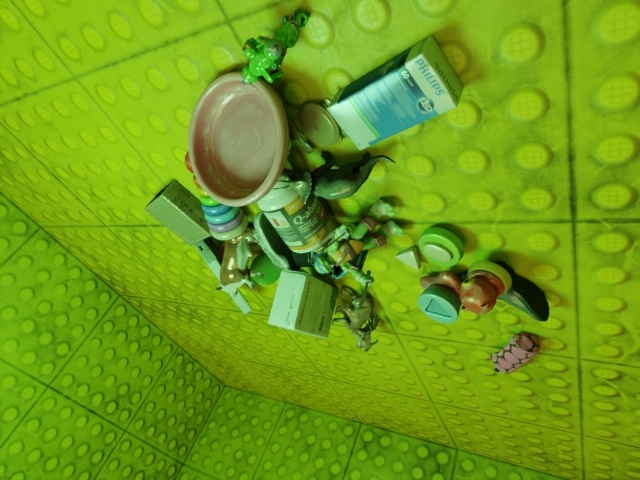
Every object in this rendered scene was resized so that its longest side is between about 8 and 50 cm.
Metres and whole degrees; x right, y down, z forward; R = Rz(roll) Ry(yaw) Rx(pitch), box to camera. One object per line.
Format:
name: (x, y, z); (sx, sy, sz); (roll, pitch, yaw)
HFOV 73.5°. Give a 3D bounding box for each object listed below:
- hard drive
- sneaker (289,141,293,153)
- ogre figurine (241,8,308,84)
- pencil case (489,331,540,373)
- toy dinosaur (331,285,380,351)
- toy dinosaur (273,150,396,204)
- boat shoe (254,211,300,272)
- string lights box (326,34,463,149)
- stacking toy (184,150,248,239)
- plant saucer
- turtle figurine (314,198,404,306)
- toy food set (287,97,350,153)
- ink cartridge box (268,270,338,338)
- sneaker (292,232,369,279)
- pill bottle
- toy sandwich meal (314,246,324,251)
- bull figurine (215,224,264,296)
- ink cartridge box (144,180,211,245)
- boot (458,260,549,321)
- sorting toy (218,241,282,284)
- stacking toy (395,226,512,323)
hard drive: (-0.429, 0.143, 1.846); (0.233, 0.047, 0.353); (42, 162, 43)
sneaker: (-0.189, -0.255, 1.214); (0.258, 0.094, 0.091); (4, 155, 40)
ogre figurine: (-0.109, -0.408, 0.932); (0.197, 0.118, 0.097); (-3, 136, 35)
pencil case: (0.677, 0.392, 1.498); (0.098, 0.095, 0.209); (34, 147, 19)
toy dinosaur: (0.157, 0.291, 1.689); (0.200, 0.127, 0.295); (15, 133, 4)
toy dinosaur: (0.047, -0.156, 1.123); (0.314, 0.160, 0.121); (7, 142, 28)
boat shoe: (-0.164, 0.012, 1.533); (0.103, 0.118, 0.320); (7, 149, 28)
string lights box: (0.155, -0.306, 0.927); (0.260, 0.076, 0.133); (-15, 129, 45)
stacking toy: (-0.360, -0.161, 1.429); (0.141, 0.141, 0.330); (7, 137, 27)
plant saucer: (-0.203, -0.254, 1.104); (0.332, 0.084, 0.332); (4, 97, 34)
turtle figurine: (0.123, 0.027, 1.192); (0.198, 0.266, 0.275); (51, 171, -5)
toy food set: (0.002, -0.295, 1.090); (0.192, 0.038, 0.132); (-5, 130, 51)
ink cartridge box: (-0.056, 0.243, 1.603); (0.117, 0.201, 0.278); (6, 165, 29)
sneaker: (0.016, 0.058, 1.429); (0.125, 0.139, 0.341); (24, 154, -34)
pill bottle: (-0.090, -0.106, 1.282); (0.162, 0.162, 0.278); (-2, 137, 35)
toy sandwich meal: (0.000, 0.000, 1.377); (0.086, 0.085, 0.029); (-6, 161, 39)
bull figurine: (-0.300, 0.081, 1.602); (0.188, 0.101, 0.310); (13, 104, 26)
ink cartridge box: (-0.531, -0.099, 1.652); (0.235, 0.088, 0.193); (44, 144, -24)
boot: (0.551, 0.162, 1.296); (0.246, 0.083, 0.161); (40, 149, -6)
sorting toy: (-0.236, 0.115, 1.748); (0.366, 0.127, 0.126); (25, 169, 7)
stacking toy: (0.352, 0.124, 1.259); (0.279, 0.130, 0.309); (42, 149, -1)
